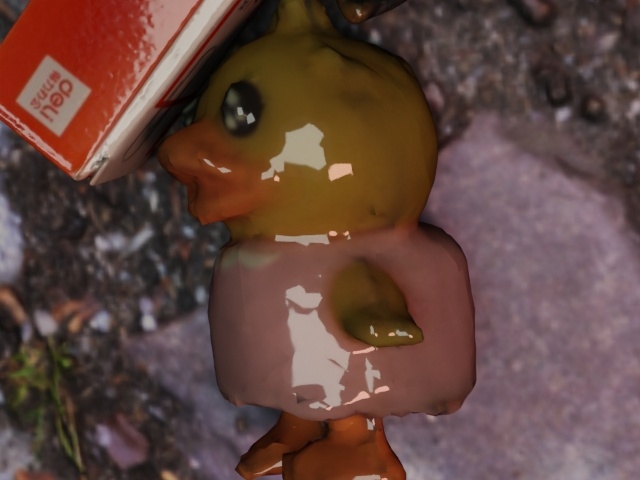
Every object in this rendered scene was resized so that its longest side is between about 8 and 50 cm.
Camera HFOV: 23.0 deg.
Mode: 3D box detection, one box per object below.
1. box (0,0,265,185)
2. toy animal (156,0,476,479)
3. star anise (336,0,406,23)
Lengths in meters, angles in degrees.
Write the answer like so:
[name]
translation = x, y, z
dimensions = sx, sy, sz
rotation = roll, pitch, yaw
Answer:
[box]
translation = -0.100, -0.132, 0.924
dimensions = 0.099, 0.133, 0.182
rotation = 38, 102, 3
[toy animal]
translation = 0.003, -0.003, 0.912
dimensions = 0.169, 0.195, 0.281
rotation = -19, 100, -26
[star anise]
translation = 0.157, -0.216, 0.851
dimensions = 0.346, 0.148, 0.237
rotation = -34, 133, 13
